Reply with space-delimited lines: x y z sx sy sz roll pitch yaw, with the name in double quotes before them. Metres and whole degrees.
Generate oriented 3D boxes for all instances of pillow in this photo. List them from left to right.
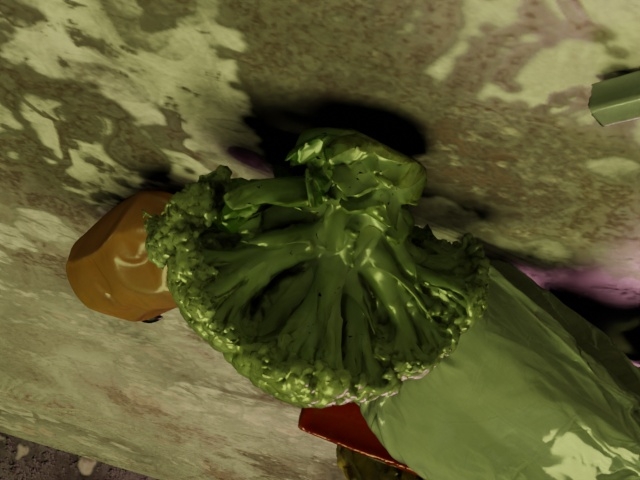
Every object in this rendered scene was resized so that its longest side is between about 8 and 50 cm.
"pillow" 0.192 0.181 1.216 0.310 0.138 0.283 39 132 12

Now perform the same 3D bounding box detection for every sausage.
"sausage" -0.183 0.020 1.303 0.136 0.120 0.241 39 152 -21

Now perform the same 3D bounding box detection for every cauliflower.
"cauliflower" 0.000 0.000 1.058 0.272 0.275 0.250 40 127 23

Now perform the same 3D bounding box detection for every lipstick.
"lipstick" 0.233 -0.103 0.822 0.107 0.025 0.025 -13 145 40

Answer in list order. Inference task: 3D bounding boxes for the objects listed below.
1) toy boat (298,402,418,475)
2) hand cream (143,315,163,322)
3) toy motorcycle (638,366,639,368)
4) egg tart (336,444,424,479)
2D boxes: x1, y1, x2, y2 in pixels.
"toy boat" 0.142 0.223 1.545 0.332 0.145 0.133 14 -178 13
"hand cream" -0.266 0.084 1.653 0.036 0.023 0.122 -14 146 34
"toy motorcycle" 0.369 0.183 1.283 0.275 0.127 0.205 20 162 -16
"egg tart" 0.155 0.294 1.654 0.279 0.095 0.279 7 -164 -2
